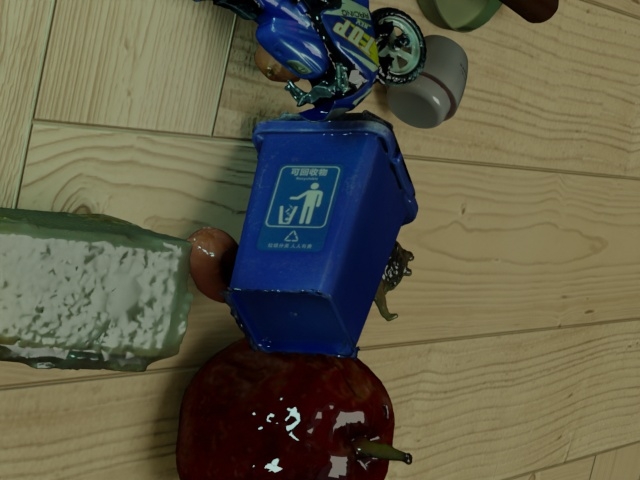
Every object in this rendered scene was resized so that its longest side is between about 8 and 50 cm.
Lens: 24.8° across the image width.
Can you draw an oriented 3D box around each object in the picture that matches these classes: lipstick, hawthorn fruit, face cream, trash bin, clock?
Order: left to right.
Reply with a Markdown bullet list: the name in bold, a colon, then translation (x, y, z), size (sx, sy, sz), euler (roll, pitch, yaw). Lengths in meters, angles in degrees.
- **hawthorn fruit**: translation (-0.009, 0.209, 1.538), size (0.230, 0.266, 0.210), euler (-61, 141, -31)
- **trash bin**: translation (0.000, 0.000, 1.503), size (0.184, 0.162, 0.234), euler (65, 33, -47)
- **face cream**: translation (0.127, -0.187, 1.712), size (0.095, 0.091, 0.091), euler (-62, 146, -30)
- **clock**: translation (0.186, -0.368, 1.763), size (0.235, 0.029, 0.235), euler (-30, 129, -45)
- **lipstick**: translation (0.194, -0.330, 1.719), size (0.357, 0.057, 0.057), euler (18, 90, -58)

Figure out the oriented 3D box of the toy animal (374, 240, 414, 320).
- **toy animal**: translation (0.038, 0.071, 1.733), size (0.220, 0.069, 0.086), euler (-33, 110, -50)

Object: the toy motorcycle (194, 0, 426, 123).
- **toy motorcycle**: translation (-0.023, -0.222, 1.412), size (0.315, 0.113, 0.169), euler (34, 64, -28)

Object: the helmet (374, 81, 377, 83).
- **helmet**: translation (0.031, -0.197, 1.605), size (0.065, 0.049, 0.084), euler (24, 55, -24)

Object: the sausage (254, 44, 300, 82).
- **sausage**: translation (-0.013, -0.226, 1.514), size (0.169, 0.065, 0.065), euler (-57, 144, -20)

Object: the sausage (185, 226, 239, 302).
- **sausage**: translation (-0.108, 0.026, 1.506), size (0.059, 0.054, 0.094), euler (-59, 145, -28)

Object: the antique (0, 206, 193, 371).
- **antique**: translation (-0.258, 0.038, 1.243), size (0.284, 0.150, 0.125), euler (5, 97, -48)
